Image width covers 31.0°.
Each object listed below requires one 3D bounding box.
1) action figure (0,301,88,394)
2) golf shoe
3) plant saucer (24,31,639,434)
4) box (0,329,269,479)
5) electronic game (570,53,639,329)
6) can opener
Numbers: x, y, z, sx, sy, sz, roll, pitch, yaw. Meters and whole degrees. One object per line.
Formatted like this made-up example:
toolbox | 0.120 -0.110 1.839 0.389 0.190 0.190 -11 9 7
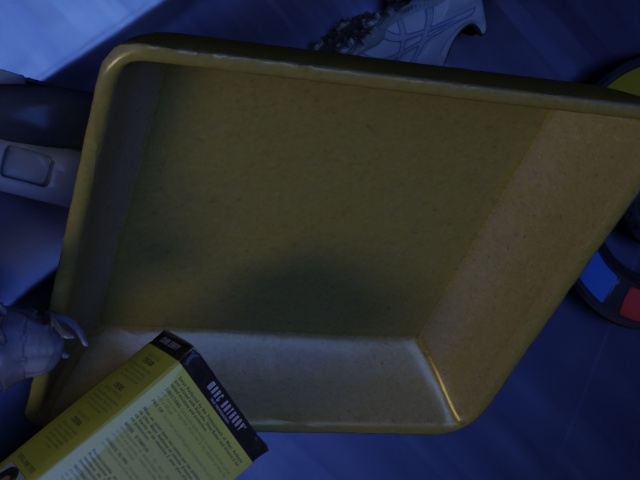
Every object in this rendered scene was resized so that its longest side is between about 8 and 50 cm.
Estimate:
action figure | -0.268 0.024 0.639 0.285 0.185 0.099 14 59 -5
golf shoe | 0.053 -0.133 0.828 0.176 0.069 0.086 -41 116 -13
plant saucer | 0.000 0.000 0.731 0.333 0.081 0.332 4 136 -20
box | -0.147 0.159 0.662 0.232 0.058 0.087 -41 113 -17
electronic game | 0.280 -0.039 0.944 0.229 0.048 0.229 -3 97 -23
can opener | -0.096 -0.042 0.756 0.284 0.095 0.076 15 91 -24
